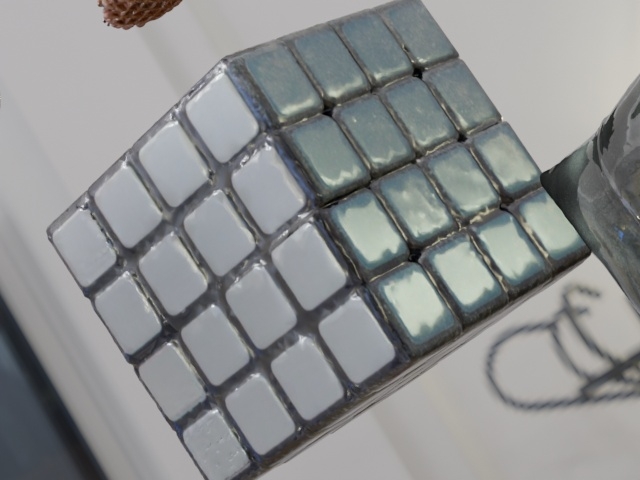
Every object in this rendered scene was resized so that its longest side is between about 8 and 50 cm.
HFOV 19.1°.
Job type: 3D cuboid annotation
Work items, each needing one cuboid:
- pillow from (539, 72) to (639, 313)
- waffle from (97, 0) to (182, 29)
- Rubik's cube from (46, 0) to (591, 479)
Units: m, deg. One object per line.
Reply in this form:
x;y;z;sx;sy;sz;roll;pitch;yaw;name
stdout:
0.274;-0.046;1.433;0.106;0.186;0.250;-24;-20;-35;pillow
-0.142;-0.199;1.534;0.083;0.029;0.075;-28;-19;9;waffle
0.000;0.000;1.914;0.344;0.337;0.344;-28;-9;-48;Rubik's cube
